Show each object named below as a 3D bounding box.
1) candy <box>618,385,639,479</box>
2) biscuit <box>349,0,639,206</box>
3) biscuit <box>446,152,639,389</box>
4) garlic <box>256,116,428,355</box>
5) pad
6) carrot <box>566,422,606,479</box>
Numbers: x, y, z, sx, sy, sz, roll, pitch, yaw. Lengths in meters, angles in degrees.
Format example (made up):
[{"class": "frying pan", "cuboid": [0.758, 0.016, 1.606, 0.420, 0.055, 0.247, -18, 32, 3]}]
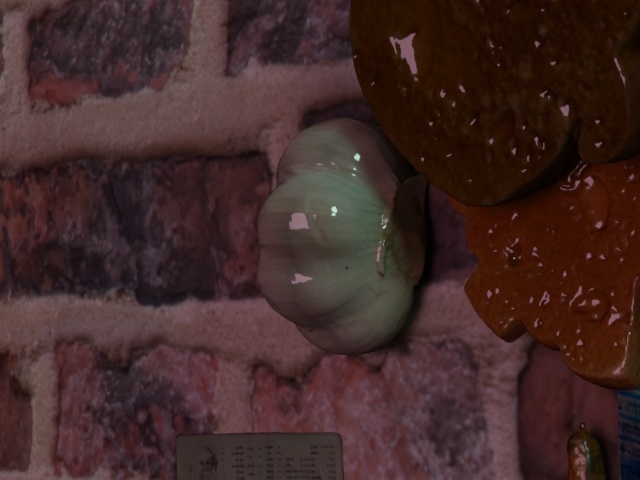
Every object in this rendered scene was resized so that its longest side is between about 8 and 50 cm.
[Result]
[{"class": "candy", "cuboid": [0.272, 0.158, 1.099, 0.088, 0.038, 0.136, 6, 97, 51]}, {"class": "biscuit", "cuboid": [0.162, -0.191, 1.104, 0.314, 0.063, 0.367, 49, 135, 23]}, {"class": "biscuit", "cuboid": [0.236, -0.036, 1.136, 0.306, 0.043, 0.284, -50, 49, 26]}, {"class": "garlic", "cuboid": [0.000, 0.000, 1.310, 0.178, 0.143, 0.229, -7, 92, 43]}, {"class": "pad", "cuboid": [-0.071, 0.284, 1.457, 0.265, 0.009, 0.159, -9, 81, 44]}, {"class": "carrot", "cuboid": [0.228, 0.275, 1.128, 0.059, 0.059, 0.247, -21, 70, 43]}]
